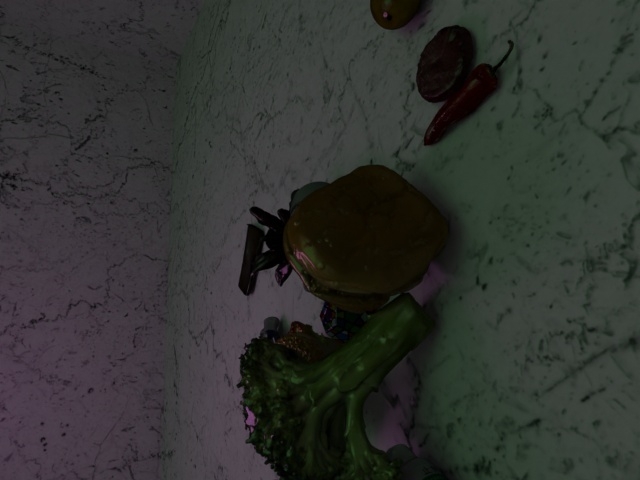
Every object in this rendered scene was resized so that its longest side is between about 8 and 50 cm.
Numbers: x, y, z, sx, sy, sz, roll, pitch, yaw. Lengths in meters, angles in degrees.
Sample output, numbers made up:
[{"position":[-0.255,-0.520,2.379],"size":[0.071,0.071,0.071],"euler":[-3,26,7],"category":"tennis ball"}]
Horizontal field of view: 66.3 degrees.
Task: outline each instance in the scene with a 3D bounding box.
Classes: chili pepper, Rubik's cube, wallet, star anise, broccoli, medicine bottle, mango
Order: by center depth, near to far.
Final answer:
[{"position":[0.203,0.461,0.850],"size":[0.260,0.095,0.095],"euler":[28,109,58],"category":"medicine bottle"},{"position":[0.266,-0.263,0.924],"size":[0.268,0.051,0.059],"euler":[-46,62,49],"category":"chili pepper"},{"position":[0.012,0.264,0.969],"size":[0.275,0.353,0.396],"euler":[70,-144,-80],"category":"broccoli"},{"position":[0.167,-0.570,1.114],"size":[0.136,0.099,0.227],"euler":[130,145,-52],"category":"mango"},{"position":[0.065,0.175,1.134],"size":[0.133,0.133,0.111],"euler":[-43,23,50],"category":"Rubik's cube"},{"position":[-0.090,-0.009,1.372],"size":[0.129,0.212,0.282],"euler":[17,108,47],"category":"star anise"},{"position":[-0.261,0.075,1.821],"size":[0.137,0.031,0.255],"euler":[30,112,58],"category":"wallet"}]

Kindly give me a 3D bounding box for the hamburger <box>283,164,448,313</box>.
[{"position":[0.075,-0.013,0.949],"size":[0.158,0.319,0.318],"euler":[94,162,-50],"category":"hamburger"}]

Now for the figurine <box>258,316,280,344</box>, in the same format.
[{"position":[-0.137,0.331,1.459],"size":[0.194,0.133,0.274],"euler":[-54,30,41],"category":"figurine"}]

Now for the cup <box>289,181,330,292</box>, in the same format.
[{"position":[0.000,0.000,1.221],"size":[0.234,0.187,0.258],"euler":[-110,34,-51],"category":"cup"}]

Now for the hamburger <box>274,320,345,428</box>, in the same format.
[{"position":[-0.040,0.363,1.215],"size":[0.276,0.179,0.294],"euler":[-63,35,31],"category":"hamburger"}]

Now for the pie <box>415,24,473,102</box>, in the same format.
[{"position":[0.248,-0.353,0.984],"size":[0.154,0.036,0.154],"euler":[-18,69,58],"category":"pie"}]
